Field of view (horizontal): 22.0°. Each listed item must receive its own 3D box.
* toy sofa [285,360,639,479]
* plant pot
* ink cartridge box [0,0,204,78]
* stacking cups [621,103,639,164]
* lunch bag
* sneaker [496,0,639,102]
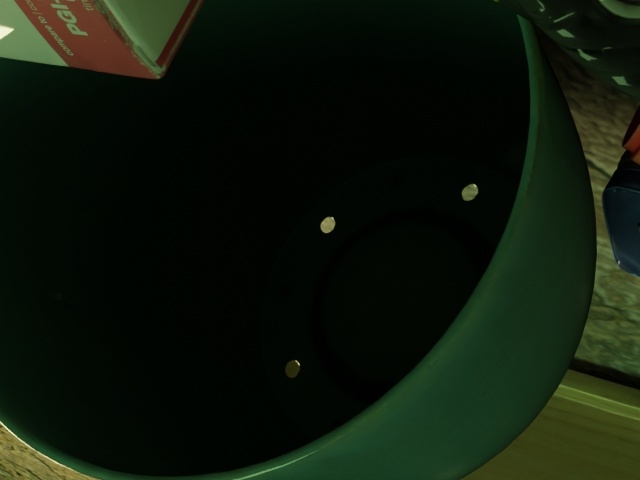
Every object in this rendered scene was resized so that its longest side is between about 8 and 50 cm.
[{"bbox_3d":[0.126,0.164,1.140,0.362,0.150,0.177,15,159,24],"label":"toy sofa"},{"bbox_3d":[0.000,0.000,0.792,0.293,0.293,0.235,12,165,29],"label":"plant pot"},{"bbox_3d":[-0.141,-0.168,0.726,0.218,0.158,0.092,10,153,33],"label":"ink cartridge box"},{"bbox_3d":[0.291,0.002,0.736,0.316,0.096,0.096,30,156,0],"label":"stacking cups"},{"bbox_3d":[0.181,-0.017,0.821,0.067,0.065,0.098,14,154,26],"label":"lunch bag"},{"bbox_3d":[0.061,-0.169,0.600,0.385,0.145,0.147,32,-172,-20],"label":"sneaker"}]
